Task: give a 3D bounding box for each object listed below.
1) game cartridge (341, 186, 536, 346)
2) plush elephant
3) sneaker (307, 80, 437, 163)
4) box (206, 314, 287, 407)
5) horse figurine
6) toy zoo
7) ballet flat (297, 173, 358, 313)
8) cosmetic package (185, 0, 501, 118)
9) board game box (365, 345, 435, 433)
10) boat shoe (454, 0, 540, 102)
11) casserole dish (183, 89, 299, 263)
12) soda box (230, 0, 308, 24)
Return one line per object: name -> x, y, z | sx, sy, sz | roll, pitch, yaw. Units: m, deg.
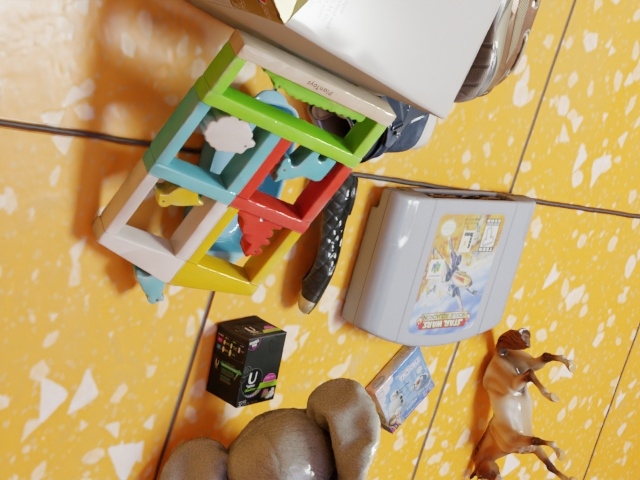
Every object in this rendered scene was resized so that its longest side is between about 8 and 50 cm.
game cartridge -> 0.153, 0.034, 1.793 | 0.297, 0.062, 0.198 | -1, 106, -49
plush elephant -> -0.027, 0.295, 1.597 | 0.330, 0.272, 0.255 | 69, 7, -85
sneaker -> 0.069, -0.189, 1.542 | 0.163, 0.086, 0.226 | -18, 124, -46
box -> -0.081, 0.132, 1.574 | 0.062, 0.052, 0.083 | -8, 115, -48
horse figurine -> 0.276, 0.229, 1.979 | 0.066, 0.174, 0.263 | -17, 109, -33
toy zoo -> -0.086, -0.050, 1.384 | 0.192, 0.030, 0.293 | 21, 119, -37
ballet flat -> 0.000, 0.000, 1.612 | 0.057, 0.049, 0.173 | -97, -159, -75
cosmetic package -> -0.027, -0.258, 1.291 | 0.385, 0.217, 0.156 | 20, 95, -53
board game box -> 0.104, 0.189, 1.846 | 0.090, 0.020, 0.090 | -46, 137, -22
boat shoe -> 0.202, -0.315, 1.614 | 0.116, 0.123, 0.324 | -10, 124, -54
casserole dish -> -0.085, -0.068, 1.472 | 0.114, 0.037, 0.188 | 5, 105, -50
soda box -> 0.000, -0.250, 1.108 | 0.181, 0.061, 0.058 | -48, 139, -20
